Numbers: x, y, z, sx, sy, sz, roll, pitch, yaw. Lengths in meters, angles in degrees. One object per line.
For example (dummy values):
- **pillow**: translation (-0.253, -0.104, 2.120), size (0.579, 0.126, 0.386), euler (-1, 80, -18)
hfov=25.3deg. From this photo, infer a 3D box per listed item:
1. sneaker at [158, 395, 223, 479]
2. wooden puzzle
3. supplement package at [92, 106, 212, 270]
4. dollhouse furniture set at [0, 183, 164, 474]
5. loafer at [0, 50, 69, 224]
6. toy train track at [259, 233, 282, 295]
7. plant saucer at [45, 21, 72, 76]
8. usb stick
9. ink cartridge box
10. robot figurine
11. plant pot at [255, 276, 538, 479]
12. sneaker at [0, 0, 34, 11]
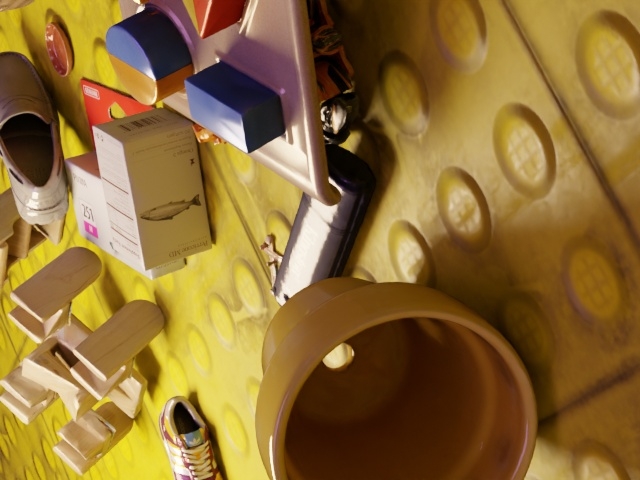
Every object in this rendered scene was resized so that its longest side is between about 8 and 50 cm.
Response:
- **sneaker**: translation (-0.189, 0.319, 2.112), size (0.185, 0.070, 0.084), euler (62, 158, 15)
- **wooden puzzle**: translation (-0.127, -0.210, 1.373), size (0.322, 0.080, 0.347), euler (33, 149, 39)
- **supplement package**: translation (-0.220, -0.069, 1.870), size (0.105, 0.105, 0.179), euler (29, 132, 54)
- **dollhouse furniture set**: translation (-0.411, 0.109, 2.311), size (0.394, 0.256, 0.362), euler (40, 146, 12)
- **loafer**: translation (-0.453, -0.176, 2.207), size (0.111, 0.112, 0.319), euler (101, 151, -58)
- **toy train track**: translation (-0.062, 0.033, 1.738), size (0.048, 0.014, 0.083), euler (35, 137, 50)
- **plant saucer**: translation (-0.395, -0.290, 2.161), size (0.083, 0.013, 0.083), euler (43, 143, 45)
- **usb stick**: translation (0.000, 0.000, 1.554), size (0.077, 0.045, 0.278), euler (41, 146, 16)
- **ink cartridge box**: translation (-0.296, -0.093, 2.055), size (0.275, 0.060, 0.238), euler (25, 130, 56)
- **robot figurine**: translation (-0.065, -0.184, 1.513), size (0.291, 0.085, 0.211), euler (-6, 110, 63)
- **plant pot**: translation (0.047, 0.146, 1.373), size (0.239, 0.254, 0.254), euler (-137, 35, -67)
- **sneaker**: translation (-0.482, -0.438, 2.138), size (0.282, 0.099, 0.153), euler (-14, 91, 66)
